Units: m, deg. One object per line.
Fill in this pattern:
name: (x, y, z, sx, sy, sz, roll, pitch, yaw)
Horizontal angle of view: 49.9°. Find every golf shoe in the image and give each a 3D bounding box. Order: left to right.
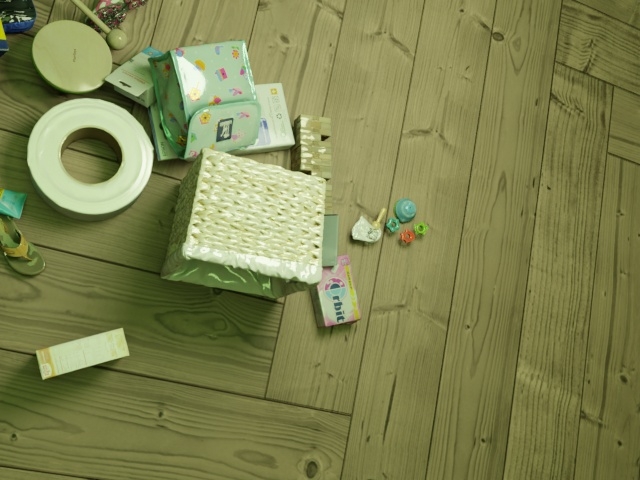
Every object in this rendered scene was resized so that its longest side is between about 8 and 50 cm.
golf shoe: (-0.528, -0.602, 1.757, 0.186, 0.067, 0.086, -41, 62, -15)

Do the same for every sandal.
sandal: (-0.707, 0.005, 1.589, 0.072, 0.049, 0.180, -34, 94, -22)

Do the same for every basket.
basket: (-0.181, -0.024, 1.648, 0.332, 0.328, 0.266, 13, 75, -18)

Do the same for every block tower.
block tower: (-0.025, -0.162, 1.856, 0.097, 0.091, 0.335, 4, 81, -20)

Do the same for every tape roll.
tape roll: (-0.551, -0.193, 1.655, 0.286, 0.100, 0.286, 4, 79, -20)

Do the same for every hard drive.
hard drive: (0.000, 0.000, 1.783, 0.094, 0.022, 0.135, -3, 101, -24)

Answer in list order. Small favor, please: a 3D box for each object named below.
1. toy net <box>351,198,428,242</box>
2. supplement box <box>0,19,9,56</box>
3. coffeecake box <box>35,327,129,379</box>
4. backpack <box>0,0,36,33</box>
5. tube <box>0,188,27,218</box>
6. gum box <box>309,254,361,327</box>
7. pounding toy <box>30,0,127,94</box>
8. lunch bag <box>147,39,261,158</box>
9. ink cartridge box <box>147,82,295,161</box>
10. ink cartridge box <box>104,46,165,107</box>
toy net: (0.188, -0.035, 1.945, 0.232, 0.045, 0.122, -22, 91, -21)
supplement box: (-0.864, -0.551, 1.506, 0.195, 0.194, 0.356, -13, 85, -54)
coffeecake box: (-0.541, 0.256, 1.562, 0.186, 0.142, 0.068, -13, 86, -22)
backpack: (-0.745, -0.542, 1.635, 0.120, 0.101, 0.097, -22, 94, -30)
tube: (-0.789, -0.104, 1.575, 0.207, 0.052, 0.080, 15, 51, -20)
gum box: (0.034, 0.140, 1.844, 0.107, 0.062, 0.188, -10, 85, -22)
pounding toy: (-0.601, -0.448, 1.679, 0.183, 0.110, 0.236, 34, 63, -19)
lunch bag: (-0.272, -0.339, 1.677, 0.224, 0.160, 0.262, -20, 103, -38)
ink cartridge box: (-0.261, -0.308, 1.802, 0.371, 0.069, 0.175, -10, 85, -24)
ink cartridge box: (-0.438, -0.399, 1.705, 0.104, 0.060, 0.180, 29, 50, 10)
